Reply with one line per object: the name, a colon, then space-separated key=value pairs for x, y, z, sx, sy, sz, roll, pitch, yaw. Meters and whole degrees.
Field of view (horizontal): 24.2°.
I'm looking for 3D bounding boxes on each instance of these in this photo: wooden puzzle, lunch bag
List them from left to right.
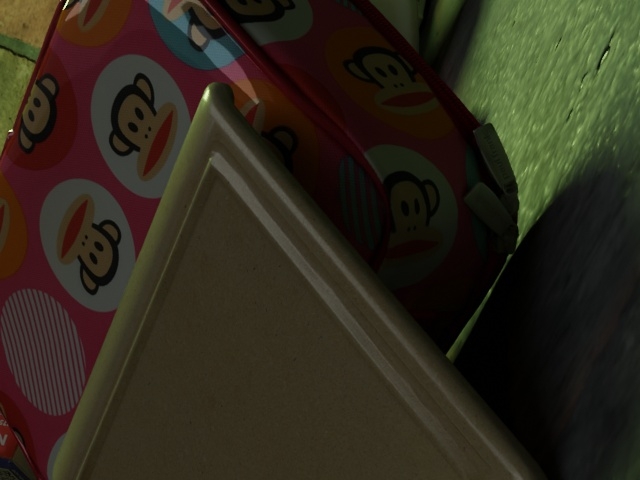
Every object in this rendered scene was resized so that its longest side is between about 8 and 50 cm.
lunch bag: x=-0.044 y=0.026 z=0.696 sx=0.120 sy=0.258 sz=0.293 roll=-11 pitch=-38 yaw=-45
wooden puzzle: x=-0.019 y=0.093 z=0.571 sx=0.239 sy=0.044 sz=0.221 roll=54 pitch=132 yaw=37

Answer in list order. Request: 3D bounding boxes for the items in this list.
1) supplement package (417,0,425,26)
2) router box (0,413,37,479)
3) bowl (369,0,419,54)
supplement package: x=0.002 y=-0.207 z=1.378 sx=0.203 sy=0.149 sz=0.194 roll=-76 pitch=10 yaw=-51
router box: x=-0.127 y=0.081 z=1.044 sx=0.335 sy=0.082 sz=0.301 roll=64 pitch=-143 yaw=-55
bowl: x=-0.064 y=-0.150 z=1.149 sx=0.298 sy=0.134 sz=0.298 roll=5 pitch=96 yaw=56
